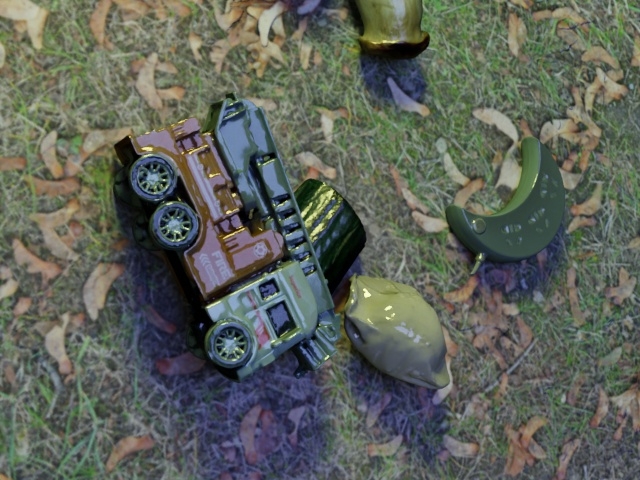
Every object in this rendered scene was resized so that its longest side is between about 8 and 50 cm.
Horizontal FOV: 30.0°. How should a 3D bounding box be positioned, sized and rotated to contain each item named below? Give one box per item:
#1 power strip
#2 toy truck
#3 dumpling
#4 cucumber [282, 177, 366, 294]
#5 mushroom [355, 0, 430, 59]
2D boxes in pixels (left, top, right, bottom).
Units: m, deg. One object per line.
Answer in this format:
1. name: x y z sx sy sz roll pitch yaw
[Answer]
1. power strip: 0.257 -0.035 1.630 0.216 0.044 0.137 -43 104 -26
2. toy truck: -0.095 0.012 1.367 0.184 0.133 0.338 -26 97 -16
3. dumpling: 0.102 0.106 1.512 0.169 0.100 0.134 23 35 -2
4. cucumber: 0.000 0.000 1.480 0.116 0.062 0.115 42 70 -16
5. mushroom: 0.068 -0.384 1.556 0.100 0.081 0.312 -14 88 -33
